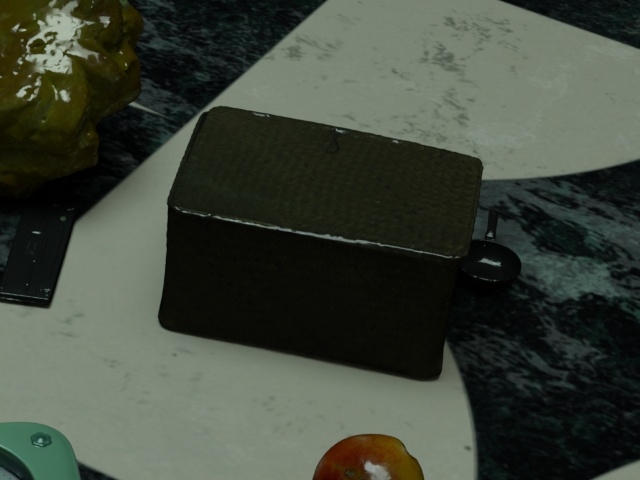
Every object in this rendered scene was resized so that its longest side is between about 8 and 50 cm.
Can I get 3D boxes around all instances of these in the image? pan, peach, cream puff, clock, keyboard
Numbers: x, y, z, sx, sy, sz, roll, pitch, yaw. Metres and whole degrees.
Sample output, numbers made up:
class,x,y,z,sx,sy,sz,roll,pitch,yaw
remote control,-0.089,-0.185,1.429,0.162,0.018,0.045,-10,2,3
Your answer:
class,x,y,z,sx,sy,sz,roll,pitch,yaw
pan,0.166,0.012,1.733,0.068,0.023,0.115,12,39,4
peach,0.040,0.201,1.381,0.101,0.100,0.100,7,36,-5
cream puff,-0.292,-0.162,1.716,0.244,0.196,0.244,5,36,-4
clock,-0.282,0.212,1.318,0.211,0.066,0.159,-2,37,-15
keyboard,-0.267,0.010,1.645,0.053,0.010,0.155,8,36,-1

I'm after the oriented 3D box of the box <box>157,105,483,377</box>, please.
class,x,y,z,sx,sy,sz,roll,pitch,yaw
box,0.000,-0.002,1.615,0.273,0.143,0.184,11,36,2
